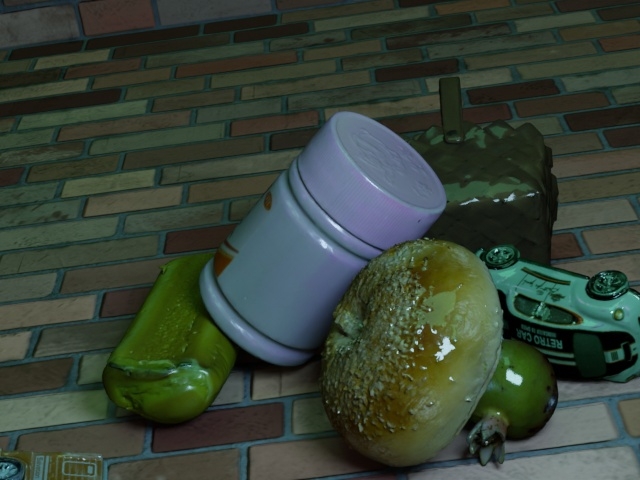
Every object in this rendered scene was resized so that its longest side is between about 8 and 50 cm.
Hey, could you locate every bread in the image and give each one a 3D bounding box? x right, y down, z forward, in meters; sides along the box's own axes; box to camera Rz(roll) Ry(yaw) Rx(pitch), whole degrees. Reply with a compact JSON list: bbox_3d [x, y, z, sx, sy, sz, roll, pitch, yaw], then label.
[{"bbox_3d":[0.099,0.131,1.842,0.159,0.305,0.305,23,19,-17],"label":"bread"},{"bbox_3d":[-0.185,0.136,2.107,0.166,0.112,0.383,-1,25,10],"label":"bread"}]

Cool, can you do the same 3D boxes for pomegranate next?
[{"bbox_3d":[0.234,0.199,1.845,0.129,0.129,0.159,-7,45,2],"label":"pomegranate"}]

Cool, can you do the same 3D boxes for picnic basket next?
[{"bbox_3d":[0.211,-0.069,2.245,0.291,0.254,0.321,-6,36,6],"label":"picnic basket"}]

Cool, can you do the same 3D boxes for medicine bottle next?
[{"bbox_3d":[0.000,0.000,2.024,0.202,0.316,0.202,33,27,-19],"label":"medicine bottle"}]

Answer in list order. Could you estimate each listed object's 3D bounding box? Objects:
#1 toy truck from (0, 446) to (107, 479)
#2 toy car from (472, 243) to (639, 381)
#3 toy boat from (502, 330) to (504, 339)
[{"bbox_3d":[-0.305,0.356,1.666,0.162,0.136,0.305,-2,22,-7],"label":"toy truck"},{"bbox_3d":[0.304,0.107,1.999,0.306,0.136,0.125,15,46,40],"label":"toy car"},{"bbox_3d":[0.177,0.122,2.024,0.109,0.098,0.238,-43,36,-2],"label":"toy boat"}]
